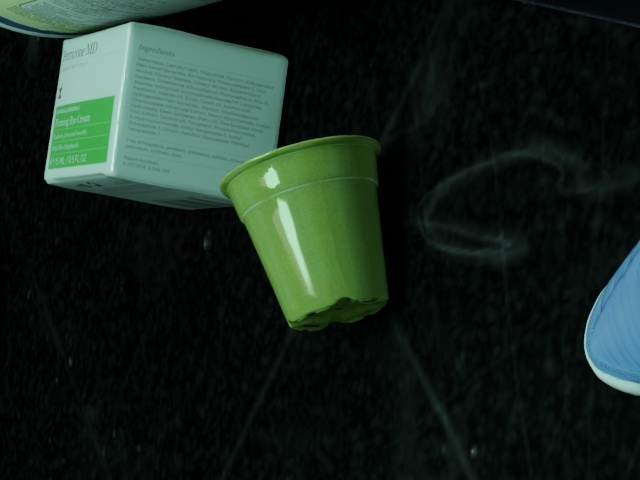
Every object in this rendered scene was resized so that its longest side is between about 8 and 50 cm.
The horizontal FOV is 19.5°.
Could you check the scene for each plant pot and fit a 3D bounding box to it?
[{"bbox_3d":[0.000,0.000,0.917,0.083,0.083,0.079,-35,65,51],"label":"plant pot"}]

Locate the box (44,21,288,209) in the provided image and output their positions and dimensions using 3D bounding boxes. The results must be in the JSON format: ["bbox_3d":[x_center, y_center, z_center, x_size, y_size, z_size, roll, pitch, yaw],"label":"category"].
[{"bbox_3d":[-0.088,-0.068,1.048,0.101,0.102,0.087,-1,79,61],"label":"box"}]

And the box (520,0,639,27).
[{"bbox_3d":[0.107,-0.143,0.687,0.158,0.156,0.093,50,125,53],"label":"box"}]

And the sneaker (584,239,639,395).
[{"bbox_3d":[0.152,-0.008,0.648,0.211,0.081,0.080,-45,47,47],"label":"sneaker"}]

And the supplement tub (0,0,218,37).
[{"bbox_3d":[-0.089,-0.235,0.961,0.325,0.235,0.235,-2,81,60],"label":"supplement tub"}]
